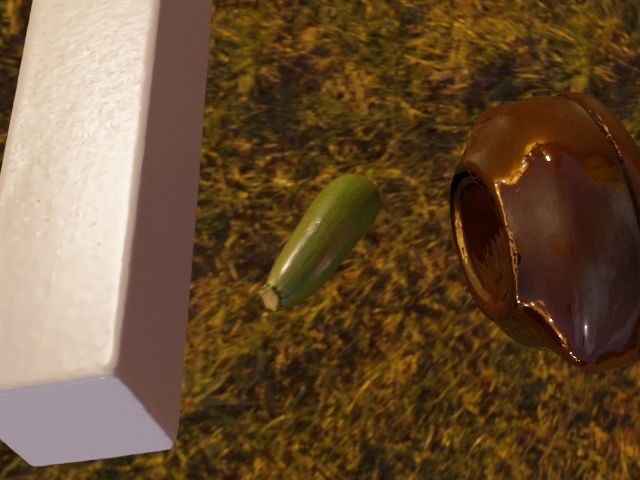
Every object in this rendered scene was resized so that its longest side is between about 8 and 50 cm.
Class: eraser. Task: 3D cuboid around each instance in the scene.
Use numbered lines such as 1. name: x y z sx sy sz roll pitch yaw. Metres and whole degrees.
1. eraser: -0.111 -0.039 0.628 0.078 0.076 0.298 -8 54 12

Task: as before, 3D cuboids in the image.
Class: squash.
1. squash: 0.000 0.000 1.268 0.066 0.201 0.066 23 141 21

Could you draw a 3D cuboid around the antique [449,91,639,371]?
1. antique: 0.193 -0.010 1.029 0.129 0.278 0.224 -10 131 -10
